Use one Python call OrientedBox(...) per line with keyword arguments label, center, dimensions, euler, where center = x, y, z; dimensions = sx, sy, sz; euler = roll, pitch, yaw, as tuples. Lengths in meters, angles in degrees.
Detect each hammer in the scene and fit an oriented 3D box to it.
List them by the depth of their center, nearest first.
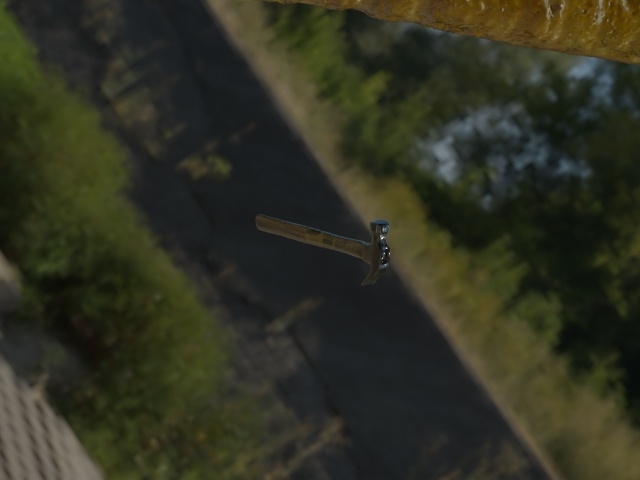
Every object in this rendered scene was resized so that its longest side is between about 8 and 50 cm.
OrientedBox(label="hammer", center=(0.000, 0.000, 1.637), dimensions=(0.182, 0.017, 0.062), euler=(14, -70, 48))

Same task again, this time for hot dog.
OrientedBox(label="hot dog", center=(0.073, -0.124, 0.774), dimensions=(0.061, 0.286, 0.088), euler=(164, -74, -69))
